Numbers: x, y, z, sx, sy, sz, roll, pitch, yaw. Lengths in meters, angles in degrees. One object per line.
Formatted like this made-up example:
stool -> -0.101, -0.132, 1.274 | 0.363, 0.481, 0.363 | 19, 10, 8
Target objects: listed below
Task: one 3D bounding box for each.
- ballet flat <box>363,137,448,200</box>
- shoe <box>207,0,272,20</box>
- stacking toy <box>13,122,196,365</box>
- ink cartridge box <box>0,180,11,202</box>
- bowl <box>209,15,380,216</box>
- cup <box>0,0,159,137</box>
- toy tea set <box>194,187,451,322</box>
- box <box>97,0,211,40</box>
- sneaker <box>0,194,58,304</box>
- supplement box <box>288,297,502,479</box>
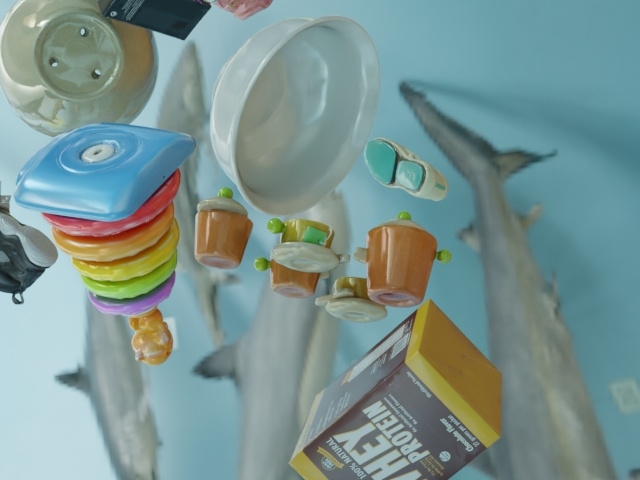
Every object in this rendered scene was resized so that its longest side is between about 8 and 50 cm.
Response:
ballet flat -> 0.164, -0.131, 2.356 | 0.248, 0.086, 0.086 | -138, 36, -58
shoe -> -0.081, -0.380, 1.718 | 0.081, 0.178, 0.063 | 28, -150, -39
stacking toy -> -0.222, 0.023, 1.455 | 0.175, 0.165, 0.302 | -53, -37, -45
ink cartridge box -> -0.573, -0.084, 2.144 | 0.048, 0.083, 0.028 | -115, 28, -69
bowl -> -0.059, -0.192, 1.776 | 0.134, 0.298, 0.298 | 27, 140, 35
cup -> -0.469, -0.353, 2.429 | 0.237, 0.331, 0.331 | -155, 56, -76
toy tea set -> 0.000, 0.000, 1.630 | 0.200, 0.336, 0.124 | -18, 57, 49
box -> -0.329, -0.510, 2.294 | 0.103, 0.184, 0.261 | -42, 54, 31
sneaker -> -0.629, 0.005, 2.361 | 0.153, 0.268, 0.101 | -56, -16, 14
supplement box -> 0.090, 0.198, 1.414 | 0.129, 0.194, 0.191 | 46, -164, -5
